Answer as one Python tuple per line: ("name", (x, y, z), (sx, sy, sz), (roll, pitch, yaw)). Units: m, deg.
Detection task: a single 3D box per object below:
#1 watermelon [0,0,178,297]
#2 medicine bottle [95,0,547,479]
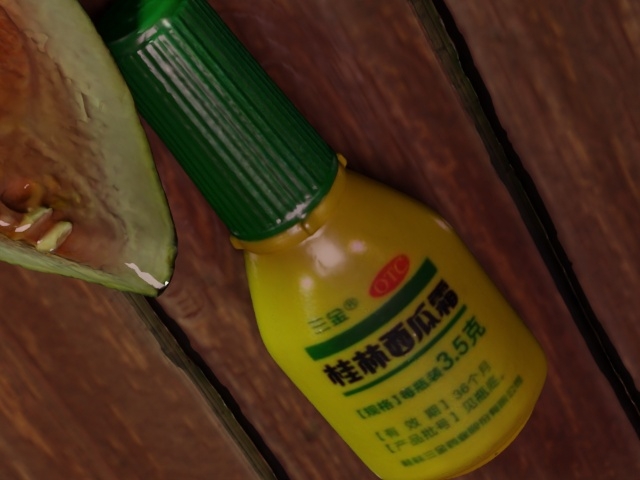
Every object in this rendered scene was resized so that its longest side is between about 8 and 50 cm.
("watermelon", (-0.181, -0.097, 0.531), (0.303, 0.159, 0.128), (32, 77, -26))
("medicine bottle", (0.000, 0.000, 0.667), (0.095, 0.064, 0.260), (-35, 121, 6))
